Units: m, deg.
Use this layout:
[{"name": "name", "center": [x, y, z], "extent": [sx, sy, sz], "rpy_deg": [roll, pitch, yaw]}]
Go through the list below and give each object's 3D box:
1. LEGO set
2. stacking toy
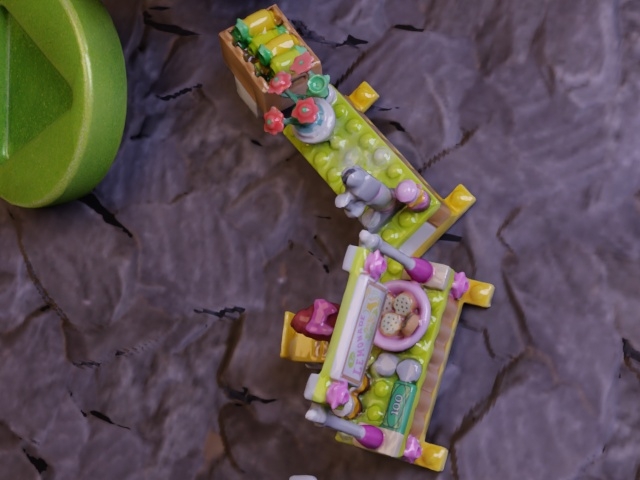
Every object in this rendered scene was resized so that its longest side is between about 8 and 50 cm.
[{"name": "LEGO set", "center": [0.000, 0.000, 0.805], "extent": [0.132, 0.107, 0.287], "rpy_deg": [-12, 71, 24]}, {"name": "stacking toy", "center": [-0.125, -0.182, 0.971], "extent": [0.309, 0.130, 0.280], "rpy_deg": [46, 126, 35]}]
